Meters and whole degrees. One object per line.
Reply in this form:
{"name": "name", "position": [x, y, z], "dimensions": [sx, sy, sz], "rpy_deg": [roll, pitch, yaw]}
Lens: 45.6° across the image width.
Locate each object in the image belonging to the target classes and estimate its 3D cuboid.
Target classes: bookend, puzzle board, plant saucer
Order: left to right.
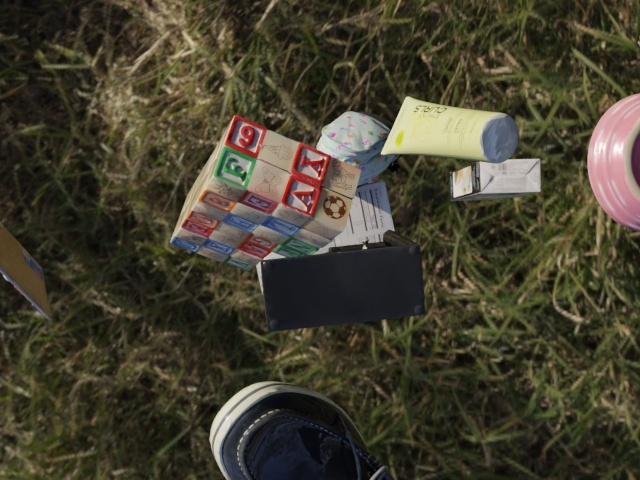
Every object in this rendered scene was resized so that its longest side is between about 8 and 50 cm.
{"name": "puzzle board", "position": [-0.395, 0.035, 0.996], "dimensions": [0.011, 0.096, 0.128], "rpy_deg": [-26, 140, -4]}
{"name": "bookend", "position": [0.017, 0.038, 0.810], "dimensions": [0.156, 0.157, 0.072], "rpy_deg": [-6, 96, -3]}
{"name": "plant saucer", "position": [0.788, -0.183, 1.774], "dimensions": [0.332, 0.084, 0.332], "rpy_deg": [0, 91, -15]}

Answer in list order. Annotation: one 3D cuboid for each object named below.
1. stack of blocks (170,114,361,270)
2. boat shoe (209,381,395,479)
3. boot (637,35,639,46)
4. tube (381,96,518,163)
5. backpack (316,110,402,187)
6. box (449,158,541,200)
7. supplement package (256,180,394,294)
{"name": "stack of blocks", "position": [-0.086, -0.042, 1.032], "dimensions": [0.171, 0.087, 0.297], "rpy_deg": [22, 158, -15]}
{"name": "boat shoe", "position": [0.030, 0.378, 1.111], "dimensions": [0.187, 0.156, 0.500], "rpy_deg": [-44, 123, -11]}
{"name": "boot", "position": [0.582, -0.279, 1.281], "dimensions": [0.091, 0.262, 0.229], "rpy_deg": [21, 174, 46]}
{"name": "tube", "position": [0.159, -0.144, 1.008], "dimensions": [0.070, 0.240, 0.062], "rpy_deg": [-28, 113, -18]}
{"name": "backpack", "position": [0.062, -0.171, 1.435], "dimensions": [0.152, 0.182, 0.115], "rpy_deg": [24, 130, 25]}
{"name": "box", "position": [0.473, -0.162, 2.088], "dimensions": [0.169, 0.290, 0.087], "rpy_deg": [-2, 90, -6]}
{"name": "supplement package", "position": [0.000, 0.000, 1.550], "dimensions": [0.263, 0.199, 0.198], "rpy_deg": [-12, 95, -10]}
